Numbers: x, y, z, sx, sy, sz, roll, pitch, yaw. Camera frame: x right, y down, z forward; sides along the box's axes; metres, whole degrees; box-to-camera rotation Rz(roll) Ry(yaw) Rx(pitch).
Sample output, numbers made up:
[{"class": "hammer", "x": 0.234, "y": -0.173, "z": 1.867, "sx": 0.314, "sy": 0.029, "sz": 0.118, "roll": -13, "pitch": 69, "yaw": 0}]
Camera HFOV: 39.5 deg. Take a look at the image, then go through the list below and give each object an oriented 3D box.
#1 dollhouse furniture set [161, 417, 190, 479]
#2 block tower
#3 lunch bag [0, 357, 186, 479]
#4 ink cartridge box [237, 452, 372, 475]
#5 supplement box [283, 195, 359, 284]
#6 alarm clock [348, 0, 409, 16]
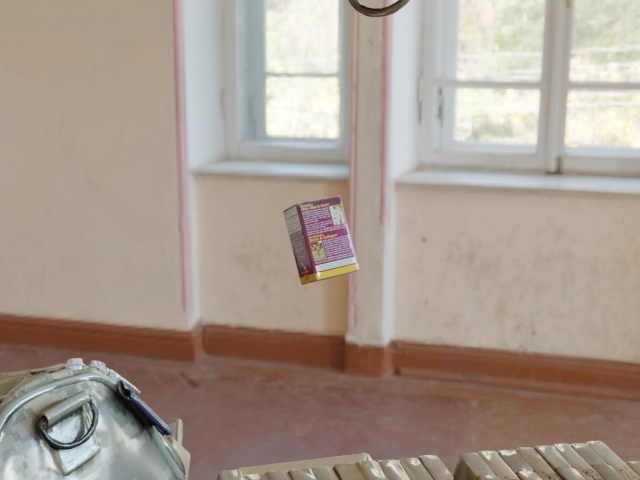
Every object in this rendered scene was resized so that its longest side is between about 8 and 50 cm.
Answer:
[{"class": "dollhouse furniture set", "x": -0.359, "y": 0.205, "z": 1.118, "sx": 0.286, "sy": 0.303, "sz": 0.198, "roll": -18, "pitch": 46, "yaw": 13}, {"class": "block tower", "x": 0.092, "y": 0.213, "z": 0.626, "sx": 0.335, "sy": 0.097, "sz": 0.091, "roll": 3, "pitch": 21, "yaw": -23}, {"class": "lunch bag", "x": -0.233, "y": 0.217, "z": 0.632, "sx": 0.305, "sy": 0.256, "sz": 0.212, "roll": -8, "pitch": 15, "yaw": 36}, {"class": "ink cartridge box", "x": 0.017, "y": 0.352, "z": 0.980, "sx": 0.172, "sy": 0.237, "sz": 0.100, "roll": -14, "pitch": 33, "yaw": 26}, {"class": "supplement box", "x": 0.000, "y": 0.000, "z": 0.948, "sx": 0.055, "sy": 0.083, "sz": 0.043, "roll": -11, "pitch": -5, "yaw": -27}, {"class": "alarm clock", "x": -0.017, "y": -0.169, "z": 0.399, "sx": 0.192, "sy": 0.129, "sz": 0.064, "roll": 53, "pitch": 24, "yaw": 21}]
